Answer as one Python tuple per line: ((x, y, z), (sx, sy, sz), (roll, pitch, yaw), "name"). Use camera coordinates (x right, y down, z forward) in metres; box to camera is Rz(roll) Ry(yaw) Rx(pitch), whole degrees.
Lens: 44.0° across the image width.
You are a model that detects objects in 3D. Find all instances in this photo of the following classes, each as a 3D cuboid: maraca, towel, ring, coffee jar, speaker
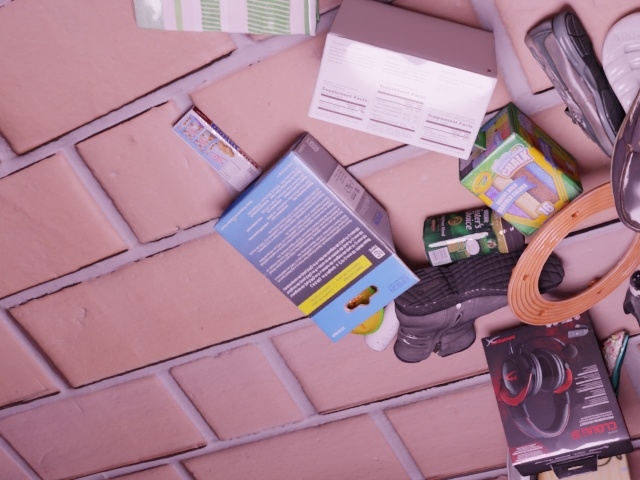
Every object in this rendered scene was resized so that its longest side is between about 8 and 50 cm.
((0.048, 0.124, 1.617), (0.185, 0.099, 0.127), (24, 118, 25), "maraca")
((-0.162, -0.460, 1.306), (0.324, 0.038, 0.248), (5, 124, 7), "towel")
((0.471, 0.020, 1.410), (0.336, 0.032, 0.337), (-18, 136, -19), "ring")
((0.287, -0.013, 1.480), (0.184, 0.096, 0.079), (-12, 121, 17), "coffee jar")
((0.146, 0.168, 1.649), (0.055, 0.055, 0.136), (26, 124, -7), "speaker")

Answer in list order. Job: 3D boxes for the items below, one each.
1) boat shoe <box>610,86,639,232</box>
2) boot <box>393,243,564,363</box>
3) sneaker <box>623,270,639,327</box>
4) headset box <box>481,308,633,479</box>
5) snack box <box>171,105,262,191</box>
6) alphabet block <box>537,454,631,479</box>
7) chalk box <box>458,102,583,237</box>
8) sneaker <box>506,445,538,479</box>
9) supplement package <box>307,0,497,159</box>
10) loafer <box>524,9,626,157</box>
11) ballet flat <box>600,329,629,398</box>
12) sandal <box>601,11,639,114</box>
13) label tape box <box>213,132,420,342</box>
((0.515, -0.177, 1.185), (0.132, 0.130, 0.356), (14, 107, 22), "boat shoe")
((0.303, 0.130, 1.572), (0.337, 0.118, 0.223), (-9, 139, 2), "boot")
((0.671, 0.163, 1.495), (0.234, 0.078, 0.106), (42, 144, 27), "sneaker")
((0.455, 0.308, 1.525), (0.218, 0.293, 0.110), (-18, 147, 17), "headset box")
((-0.196, -0.173, 1.509), (0.178, 0.022, 0.064), (43, 121, -17), "snack box")
((0.565, 0.526, 1.721), (0.192, 0.197, 0.194), (-2, 123, 11), "alphabet block")
((0.326, -0.137, 1.369), (0.213, 0.132, 0.132), (37, 122, -15), "chalk box")
((0.470, 0.404, 1.633), (0.146, 0.296, 0.104), (10, 162, -4), "sneaker")
((0.135, -0.269, 1.274), (0.261, 0.204, 0.145), (16, 125, 0), "supplement package")
((0.431, -0.250, 1.315), (0.084, 0.096, 0.268), (-16, 113, 42), "loafer")
((0.580, 0.285, 1.633), (0.077, 0.091, 0.241), (14, 124, 28), "ballet flat")
((0.589, -0.175, 1.288), (0.169, 0.102, 0.417), (-18, 97, 26), "sandal")
((0.000, 0.000, 1.515), (0.333, 0.106, 0.240), (45, 120, -10), "label tape box")
